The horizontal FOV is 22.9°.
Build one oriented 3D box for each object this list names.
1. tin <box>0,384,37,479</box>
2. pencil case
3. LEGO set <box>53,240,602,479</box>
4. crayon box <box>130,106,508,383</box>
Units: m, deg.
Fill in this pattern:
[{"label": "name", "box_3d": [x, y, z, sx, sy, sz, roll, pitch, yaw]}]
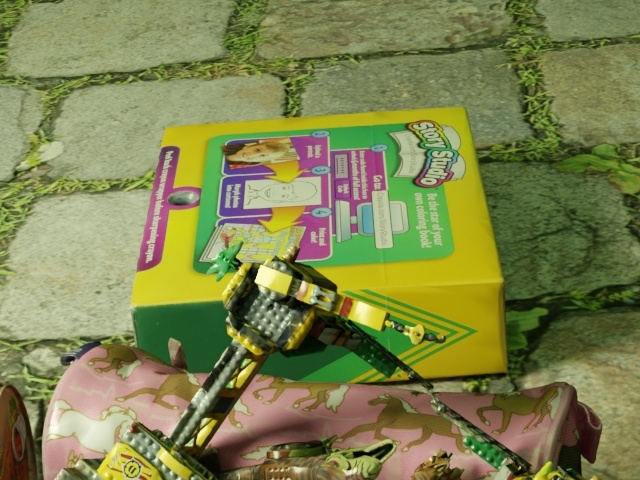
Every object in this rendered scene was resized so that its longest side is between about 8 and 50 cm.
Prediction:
[{"label": "tin", "box_3d": [-0.245, 0.183, 1.166, 0.040, 0.106, 0.190, -5, 27, 2]}, {"label": "pencil case", "box_3d": [-0.003, 0.163, 1.115, 0.386, 0.167, 0.160, 5, -11, 18]}, {"label": "LEGO set", "box_3d": [-0.001, 0.159, 0.928, 0.331, 0.255, 0.192, 45, 8, 16]}, {"label": "crayon box", "box_3d": [0.000, 0.000, 1.468, 0.313, 0.106, 0.363, -3, 28, 2]}]
